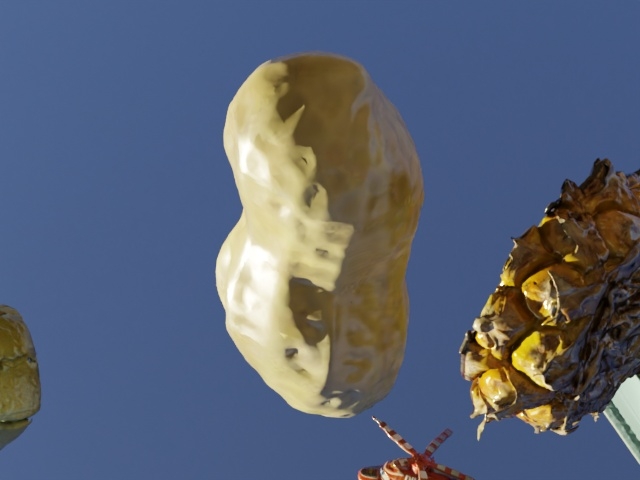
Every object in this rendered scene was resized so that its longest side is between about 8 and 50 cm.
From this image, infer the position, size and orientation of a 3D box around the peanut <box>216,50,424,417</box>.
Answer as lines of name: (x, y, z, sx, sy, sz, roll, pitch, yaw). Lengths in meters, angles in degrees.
peanut: (0.000, 0.000, 0.974, 0.149, 0.313, 0.149, 2, -136, -2)

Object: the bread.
bread: (-0.298, 0.124, 1.173, 0.064, 0.156, 0.117, -1, -121, -38)

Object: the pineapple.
pineapple: (0.187, 0.050, 0.945, 0.225, 0.225, 0.076, -44, -127, -14)

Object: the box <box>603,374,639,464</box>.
box: (0.329, 0.126, 1.128, 0.162, 0.130, 0.227, -32, -105, -6)

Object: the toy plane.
toy plane: (0.135, 0.241, 1.320, 0.194, 0.077, 0.126, 4, -147, -10)
